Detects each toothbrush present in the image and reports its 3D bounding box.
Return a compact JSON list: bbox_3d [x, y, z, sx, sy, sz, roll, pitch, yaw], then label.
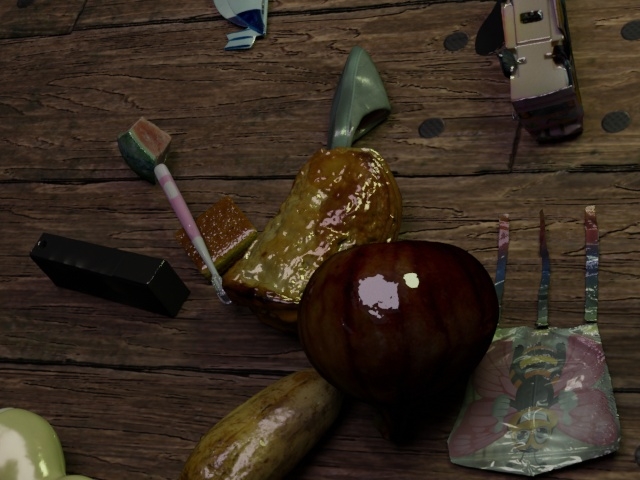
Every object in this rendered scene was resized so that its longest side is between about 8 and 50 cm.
[{"bbox_3d":[-0.171,-0.014,1.990,0.020,0.025,0.286,-31,47,0],"label":"toothbrush"}]

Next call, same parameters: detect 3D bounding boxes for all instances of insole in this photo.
[{"bbox_3d":[0.252,-0.314,2.076,0.053,0.002,0.152,5,58,30],"label":"insole"}]

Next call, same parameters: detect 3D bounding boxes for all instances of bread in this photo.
[{"bbox_3d":[-0.136,-0.002,2.005,0.094,0.035,0.090,-37,48,-5],"label":"bread"}]

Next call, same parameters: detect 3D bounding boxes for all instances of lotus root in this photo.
[{"bbox_3d":[-0.077,0.238,1.749,0.258,0.097,0.110,-45,45,-16],"label":"lotus root"}]

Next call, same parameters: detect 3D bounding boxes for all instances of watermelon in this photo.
[{"bbox_3d":[-0.246,-0.131,2.126,0.072,0.084,0.092,-53,30,-7],"label":"watermelon"}]

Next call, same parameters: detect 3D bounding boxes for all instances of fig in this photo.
[{"bbox_3d":[0.089,0.095,1.690,0.235,0.235,0.214,-18,60,13],"label":"fig"}]

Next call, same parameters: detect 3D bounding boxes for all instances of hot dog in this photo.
[{"bbox_3d":[0.000,0.003,1.884,0.175,0.114,0.259,18,63,41],"label":"hot dog"}]

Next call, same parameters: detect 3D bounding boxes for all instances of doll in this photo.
[{"bbox_3d":[-0.347,0.303,1.832,0.296,0.117,0.141,34,77,26],"label":"doll"}]

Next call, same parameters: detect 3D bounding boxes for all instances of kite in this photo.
[{"bbox_3d":[0.257,0.111,1.731,0.204,0.022,0.360,-7,52,26],"label":"kite"}]

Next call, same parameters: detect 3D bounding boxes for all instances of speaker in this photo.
[{"bbox_3d":[-0.284,0.044,2.012,0.218,0.082,0.044,12,61,32],"label":"speaker"}]

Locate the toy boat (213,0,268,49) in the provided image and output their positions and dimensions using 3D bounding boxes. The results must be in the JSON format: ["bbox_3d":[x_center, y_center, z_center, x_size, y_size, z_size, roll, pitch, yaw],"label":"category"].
[{"bbox_3d":[-0.103,-0.407,2.309,0.221,0.067,0.291,-9,63,21],"label":"toy boat"}]

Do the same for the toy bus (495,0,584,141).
[{"bbox_3d":[0.281,-0.259,1.944,0.090,0.112,0.274,-13,50,17],"label":"toy bus"}]

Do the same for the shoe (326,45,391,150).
[{"bbox_3d":[0.055,-0.177,2.035,0.078,0.079,0.195,18,48,-4],"label":"shoe"}]
